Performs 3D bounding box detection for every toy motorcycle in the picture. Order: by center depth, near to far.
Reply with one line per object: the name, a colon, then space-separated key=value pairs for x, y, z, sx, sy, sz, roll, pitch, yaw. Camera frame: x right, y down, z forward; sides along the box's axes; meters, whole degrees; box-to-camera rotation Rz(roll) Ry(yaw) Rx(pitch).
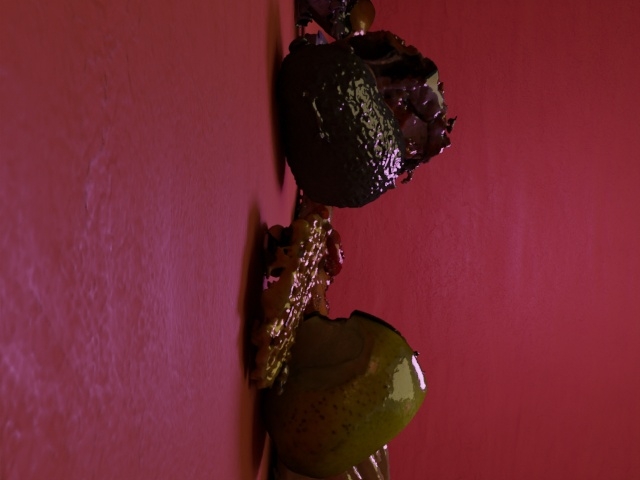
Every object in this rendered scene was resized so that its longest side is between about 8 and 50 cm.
toy motorcycle: x=0.018 y=-0.579 z=1.538 sx=0.207 sy=0.134 sz=0.401 roll=40 pitch=48 yaw=-48

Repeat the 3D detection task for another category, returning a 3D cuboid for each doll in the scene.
doll: x=0.030 y=-0.223 z=1.268 sx=0.350 sy=0.247 sz=0.247 roll=60 pitch=28 yaw=-52

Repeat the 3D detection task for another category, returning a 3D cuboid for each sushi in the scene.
sushi: x=0.131 y=-0.306 z=1.674 sx=0.176 sy=0.417 sz=0.418 roll=-106 pitch=-166 yaw=-60

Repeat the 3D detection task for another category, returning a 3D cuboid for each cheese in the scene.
cheese: x=-0.073 y=0.012 z=1.044 sx=0.162 sy=0.036 sz=0.086 roll=68 pitch=30 yaw=-82

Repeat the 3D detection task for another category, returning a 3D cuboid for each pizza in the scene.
pizza: x=0.000 y=0.000 z=1.687 sx=0.440 sy=0.130 sz=0.406 roll=85 pitch=9 yaw=-70

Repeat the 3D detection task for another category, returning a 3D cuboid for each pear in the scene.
pear: x=0.001 y=0.253 z=1.082 sx=0.292 sy=0.292 sz=0.159 roll=-84 pitch=150 yaw=-60

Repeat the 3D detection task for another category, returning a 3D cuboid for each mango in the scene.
mango: x=0.044 y=-0.609 z=1.755 sx=0.136 sy=0.166 sz=0.236 roll=-49 pitch=-125 yaw=25

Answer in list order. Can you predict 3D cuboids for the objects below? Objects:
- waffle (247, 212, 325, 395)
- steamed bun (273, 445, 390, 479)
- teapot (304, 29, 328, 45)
waffle: x=-0.050 y=0.087 z=0.998 sx=0.280 sy=0.060 sz=0.262 roll=-27 pitch=129 yaw=-81
steamed bun: x=0.018 y=0.472 z=1.305 sx=0.325 sy=0.230 sz=0.373 roll=93 pitch=-3 yaw=-67
teapot: x=0.031 y=-0.428 z=1.778 sx=0.222 sy=0.163 sz=0.178 roll=88 pitch=12 yaw=-59
